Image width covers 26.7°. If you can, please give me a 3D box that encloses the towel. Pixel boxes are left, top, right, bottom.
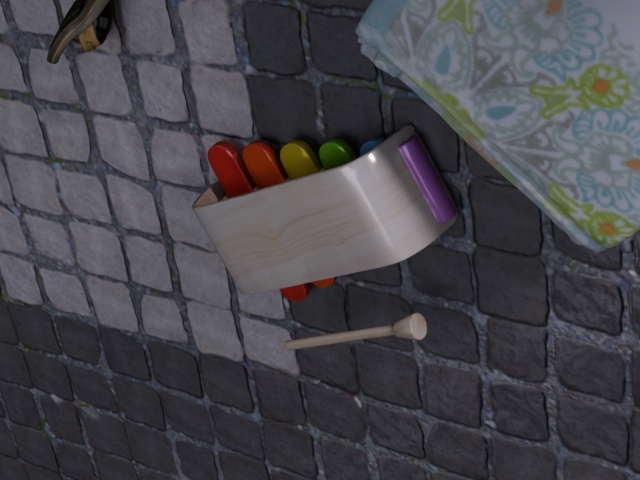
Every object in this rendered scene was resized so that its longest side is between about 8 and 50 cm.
[{"bbox_3d":[0.232,-0.191,1.127,0.320,0.090,0.374,41,137,0],"label":"towel"}]

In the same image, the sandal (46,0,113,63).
[{"bbox_3d":[-0.246,-0.240,1.471,0.049,0.072,0.180,35,136,-21],"label":"sandal"}]

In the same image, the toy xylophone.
[{"bbox_3d":[0.000,0.000,1.443,0.322,0.081,0.236,-4,119,39],"label":"toy xylophone"}]
